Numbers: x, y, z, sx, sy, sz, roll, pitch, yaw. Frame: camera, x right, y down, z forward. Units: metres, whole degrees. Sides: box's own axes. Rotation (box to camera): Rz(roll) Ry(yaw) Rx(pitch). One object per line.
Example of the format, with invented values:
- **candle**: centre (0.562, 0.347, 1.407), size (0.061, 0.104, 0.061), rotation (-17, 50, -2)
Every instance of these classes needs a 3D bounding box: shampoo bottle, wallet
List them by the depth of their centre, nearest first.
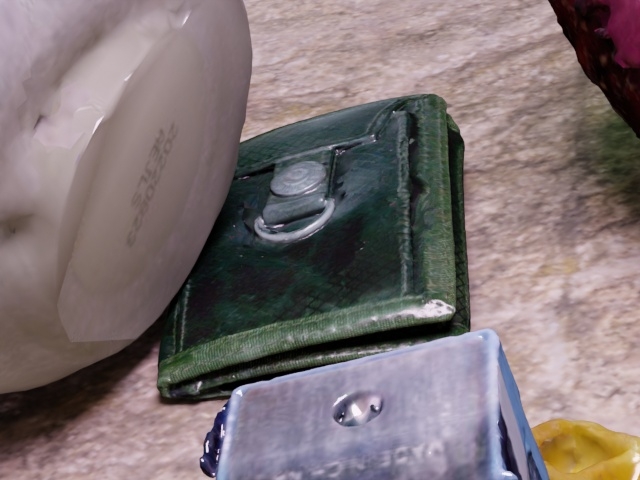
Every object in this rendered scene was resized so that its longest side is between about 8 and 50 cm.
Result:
- **shampoo bottle**: centre (-0.209, -0.085, 0.867), size (0.317, 0.322, 0.322), rotation (23, 41, 30)
- **wallet**: centre (-0.001, -0.002, 0.932), size (0.160, 0.055, 0.236), rotation (-12, 28, 11)

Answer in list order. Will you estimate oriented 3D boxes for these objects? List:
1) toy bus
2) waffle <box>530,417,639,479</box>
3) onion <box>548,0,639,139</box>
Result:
- **toy bus**: centre (0.024, 0.167, 0.460), size (0.106, 0.131, 0.297), rotation (-14, 40, 14)
- **waffle**: centre (0.084, 0.130, 0.649), size (0.160, 0.055, 0.211), rotation (-30, 32, -30)
- **onion**: centre (0.298, -0.161, 0.909), size (0.348, 0.347, 0.385), rotation (2, -5, 22)
